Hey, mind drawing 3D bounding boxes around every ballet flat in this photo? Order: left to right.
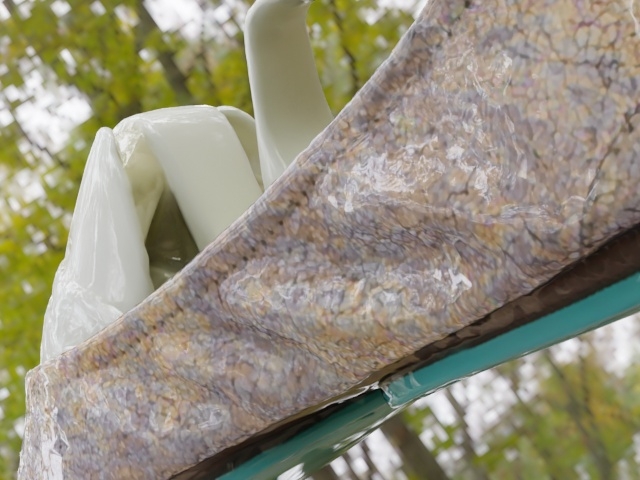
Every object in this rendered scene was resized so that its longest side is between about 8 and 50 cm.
[{"bbox_3d":[0.000,0.000,0.427,0.107,0.106,0.316,-20,-10,-44],"label":"ballet flat"}]
